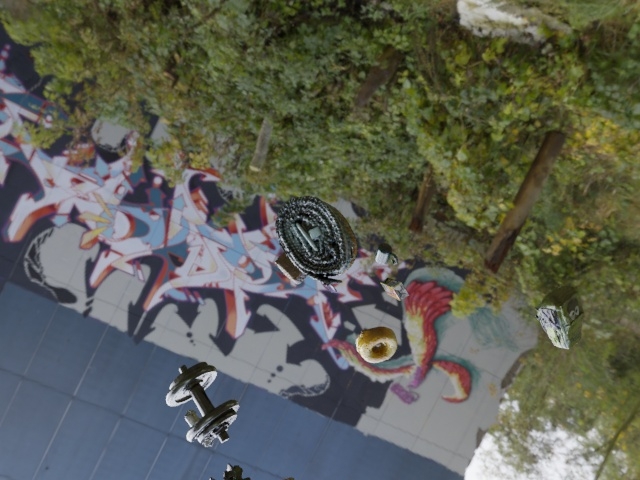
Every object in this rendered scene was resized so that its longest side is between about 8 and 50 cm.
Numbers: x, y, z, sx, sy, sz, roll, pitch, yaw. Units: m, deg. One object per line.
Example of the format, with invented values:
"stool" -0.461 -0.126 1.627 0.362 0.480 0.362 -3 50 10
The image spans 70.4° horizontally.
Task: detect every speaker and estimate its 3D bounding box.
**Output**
"speaker" 0.259 0.057 1.753 0.094 0.076 0.060 21 -137 11

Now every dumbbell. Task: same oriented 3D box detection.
"dumbbell" -0.389 0.537 1.499 0.290 0.192 0.192 49 -170 21

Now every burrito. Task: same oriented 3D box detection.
"burrito" -0.565 0.875 2.123 0.203 0.064 0.064 39 -173 27

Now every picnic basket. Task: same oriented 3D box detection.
"picnic basket" -0.138 0.121 2.182 0.193 0.110 0.055 38 174 42

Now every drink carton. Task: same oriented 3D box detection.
"drink carton" 0.332 0.215 2.033 0.071 0.056 0.165 60 172 -10

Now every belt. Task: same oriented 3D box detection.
"belt" 0.000 0.000 1.430 0.295 0.207 0.160 49 -171 19

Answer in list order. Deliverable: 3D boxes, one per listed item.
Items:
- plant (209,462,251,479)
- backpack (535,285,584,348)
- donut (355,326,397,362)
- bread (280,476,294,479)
"plant" -0.364 0.960 1.722 0.131 0.203 0.143 16 141 51
"backpack" 1.032 0.333 1.945 0.140 0.206 0.254 0 113 57
"donut" 0.255 0.472 2.026 0.190 0.175 0.075 -4 -156 -6
"bread" -0.110 0.750 1.320 0.103 0.110 0.156 37 -135 28
